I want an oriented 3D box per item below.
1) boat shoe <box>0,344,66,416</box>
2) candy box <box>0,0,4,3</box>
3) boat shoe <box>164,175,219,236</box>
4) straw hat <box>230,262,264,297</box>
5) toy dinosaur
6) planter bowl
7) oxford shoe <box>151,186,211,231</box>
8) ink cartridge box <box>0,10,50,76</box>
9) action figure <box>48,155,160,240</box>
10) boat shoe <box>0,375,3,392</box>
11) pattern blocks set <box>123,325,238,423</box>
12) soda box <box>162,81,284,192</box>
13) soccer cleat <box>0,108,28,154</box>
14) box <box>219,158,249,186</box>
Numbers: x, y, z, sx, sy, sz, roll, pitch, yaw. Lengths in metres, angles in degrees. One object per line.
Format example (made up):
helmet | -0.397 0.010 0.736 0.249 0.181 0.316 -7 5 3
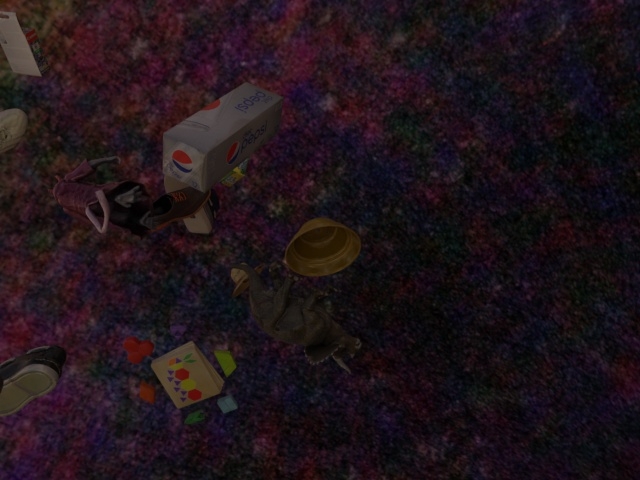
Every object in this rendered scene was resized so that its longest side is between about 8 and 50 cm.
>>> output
boat shoe | -0.720 0.335 1.422 0.302 0.114 0.091 -20 33 20
candy box | -0.814 -0.612 1.344 0.027 0.206 0.105 -24 86 19
boat shoe | -0.474 -0.184 2.241 0.127 0.340 0.158 4 48 12
straw hat | -0.237 0.102 1.815 0.061 0.144 0.144 43 95 6
toy dinosaur | -0.060 0.139 1.160 0.121 0.313 0.160 -38 -30 -78
planter bowl | 0.000 0.000 1.693 0.217 0.217 0.090 -33 47 21
oxford shoe | -0.480 -0.125 2.018 0.271 0.097 0.098 -37 -10 -30
ink cartridge box | -0.515 -0.341 1.024 0.063 0.115 0.029 11 45 15
action figure | -0.666 -0.101 1.740 0.370 0.248 0.276 15 25 19
boat shoe | -0.796 0.365 1.156 0.355 0.130 0.132 -44 -12 -36
pattern blocks set | -0.373 0.374 1.666 0.285 0.325 0.026 -14 25 1
soda box | -0.184 -0.210 1.168 0.098 0.091 0.286 25 41 14
soccer cleat | -0.684 -0.196 1.230 0.196 0.068 0.076 -40 24 -1
box | -0.238 -0.224 1.715 0.179 0.043 0.105 -16 56 63
